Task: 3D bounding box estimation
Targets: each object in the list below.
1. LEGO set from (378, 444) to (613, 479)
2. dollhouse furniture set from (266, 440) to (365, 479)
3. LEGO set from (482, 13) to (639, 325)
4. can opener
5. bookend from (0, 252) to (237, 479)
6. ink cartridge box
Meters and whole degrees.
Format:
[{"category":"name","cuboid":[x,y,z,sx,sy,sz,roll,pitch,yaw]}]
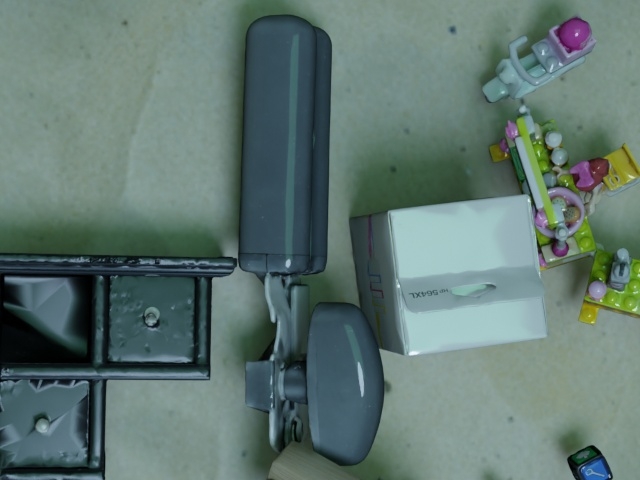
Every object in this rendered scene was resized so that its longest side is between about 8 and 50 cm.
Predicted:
[{"category":"LEGO set","cuboid":[0.126,0.252,0.937,0.182,0.060,0.244,3,100,-10]},{"category":"dollhouse furniture set","cuboid":[-0.003,0.238,0.827,0.144,0.123,0.151,27,125,15]},{"category":"LEGO set","cuboid":[0.198,-0.010,0.880,0.132,0.107,0.287,-39,77,1]},{"category":"can opener","cuboid":[0.000,0.000,0.888,0.095,0.076,0.283,2,90,16]},{"category":"bookend","cuboid":[-0.136,0.086,0.872,0.156,0.072,0.157,2,89,-10]},{"category":"ink cartridge box","cuboid":[0.080,0.021,0.875,0.092,0.143,0.089,-8,90,-10]}]
